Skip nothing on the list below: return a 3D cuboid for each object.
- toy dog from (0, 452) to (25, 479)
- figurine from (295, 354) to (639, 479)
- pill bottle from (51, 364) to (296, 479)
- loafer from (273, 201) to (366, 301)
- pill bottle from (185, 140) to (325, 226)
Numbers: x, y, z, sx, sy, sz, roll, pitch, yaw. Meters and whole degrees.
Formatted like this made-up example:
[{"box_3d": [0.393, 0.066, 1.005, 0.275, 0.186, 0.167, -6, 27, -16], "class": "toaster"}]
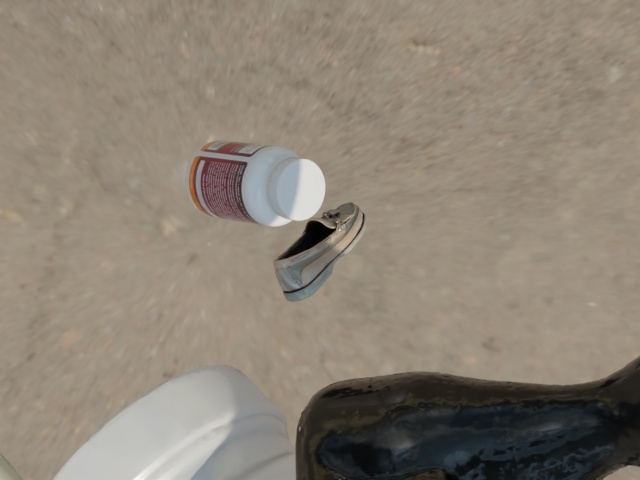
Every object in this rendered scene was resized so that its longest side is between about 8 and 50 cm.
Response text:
[{"box_3d": [-0.239, 0.189, 0.618, 0.395, 0.284, 0.408, -18, 47, 24], "class": "toy dog"}, {"box_3d": [0.083, 0.118, 0.631, 0.209, 0.215, 0.092, -19, 118, 25], "class": "figurine"}, {"box_3d": [0.006, 0.254, 0.982, 0.210, 0.210, 0.363, -43, 66, -3], "class": "pill bottle"}, {"box_3d": [0.000, 0.000, 1.380, 0.045, 0.125, 0.039, -14, 116, 36], "class": "loafer"}, {"box_3d": [-0.068, -0.060, 1.785, 0.086, 0.152, 0.086, -7, 101, -40], "class": "pill bottle"}]
